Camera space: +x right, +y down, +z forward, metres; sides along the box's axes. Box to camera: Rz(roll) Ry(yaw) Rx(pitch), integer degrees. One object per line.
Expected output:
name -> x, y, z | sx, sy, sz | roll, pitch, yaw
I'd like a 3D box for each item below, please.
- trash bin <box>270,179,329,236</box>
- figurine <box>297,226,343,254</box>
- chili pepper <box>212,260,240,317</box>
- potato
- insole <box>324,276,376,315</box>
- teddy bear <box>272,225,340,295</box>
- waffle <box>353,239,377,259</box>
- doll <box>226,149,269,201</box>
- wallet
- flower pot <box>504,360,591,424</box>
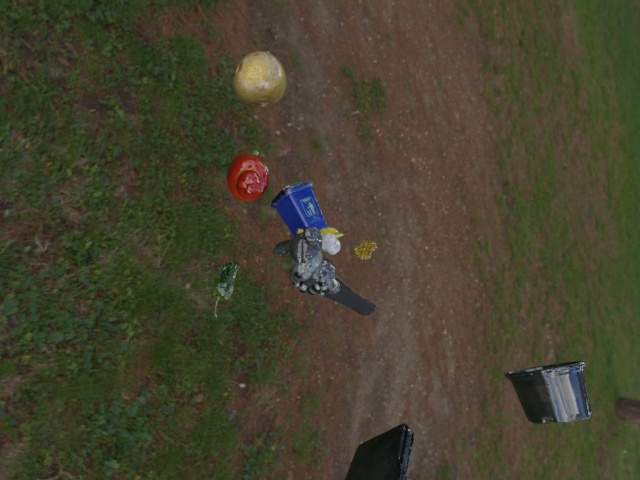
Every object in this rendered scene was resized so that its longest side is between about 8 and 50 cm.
trash bin -> -0.088, -0.114, 1.862 | 0.162, 0.184, 0.235 | -26, 85, -40
figurine -> 0.006, 0.005, 1.552 | 0.130, 0.178, 0.109 | 56, 38, -38
chili pepper -> -0.322, 0.149, 1.481 | 0.073, 0.072, 0.204 | 49, 36, -34
potato -> -0.177, -0.471, 1.300 | 0.150, 0.234, 0.146 | 16, 91, -6
insole -> 0.090, 0.211, 1.738 | 0.322, 0.109, 0.007 | 32, 27, -20
teddy bear -> -0.056, 0.072, 1.347 | 0.251, 0.171, 0.144 | 57, 41, -44
waffle -> 0.156, 0.031, 1.499 | 0.085, 0.078, 0.016 | -39, 132, -21
doll -> -0.286, -0.248, 1.723 | 0.160, 0.363, 0.183 | 19, 108, -19
wallet -> 0.072, 0.451, 0.718 | 0.045, 0.172, 0.318 | 44, 33, -3
flower pot -> 0.469, 0.309, 0.888 | 0.157, 0.157, 0.107 | 16, 59, -51
